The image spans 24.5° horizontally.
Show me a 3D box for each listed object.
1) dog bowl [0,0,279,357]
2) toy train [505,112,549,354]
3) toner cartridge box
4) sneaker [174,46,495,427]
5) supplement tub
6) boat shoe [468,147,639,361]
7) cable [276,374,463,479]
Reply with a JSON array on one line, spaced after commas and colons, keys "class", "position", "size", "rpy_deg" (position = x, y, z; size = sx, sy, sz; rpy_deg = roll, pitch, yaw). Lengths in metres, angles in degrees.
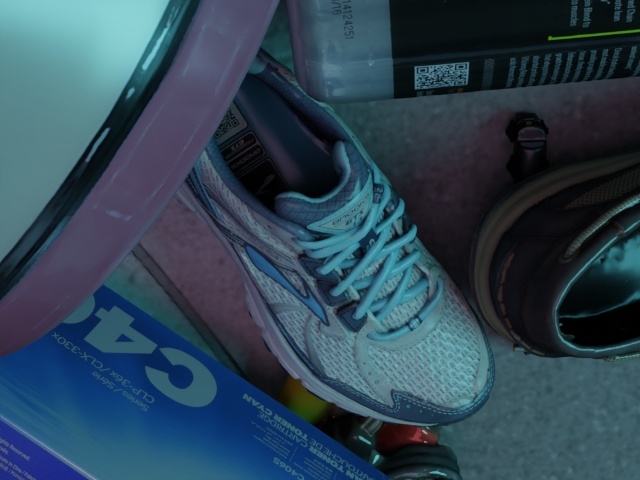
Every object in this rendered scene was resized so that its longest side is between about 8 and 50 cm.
[{"class": "dog bowl", "position": [-0.159, -0.125, 0.671], "size": [0.150, 0.408, 0.408], "rpy_deg": [27, 110, -31]}, {"class": "toy train", "position": [0.129, 0.001, 0.898], "size": [0.027, 0.036, 0.158], "rpy_deg": [-4, 111, 1]}, {"class": "toner cartridge box", "position": [-0.130, 0.105, 0.830], "size": [0.348, 0.165, 0.075], "rpy_deg": [34, 116, -1]}, {"class": "sneaker", "position": [0.000, 0.000, 0.820], "size": [0.283, 0.122, 0.110], "rpy_deg": [47, 74, -10]}, {"class": "supplement tub", "position": [0.136, -0.177, 0.746], "size": [0.316, 0.193, 0.194], "rpy_deg": [-4, 111, 2]}, {"class": "boat shoe", "position": [0.263, -0.015, 0.829], "size": [0.355, 0.130, 0.132], "rpy_deg": [-26, 112, -1]}, {"class": "cable", "position": [-0.017, 0.174, 0.968], "size": [0.139, 0.072, 0.287], "rpy_deg": [31, 120, -20]}]
